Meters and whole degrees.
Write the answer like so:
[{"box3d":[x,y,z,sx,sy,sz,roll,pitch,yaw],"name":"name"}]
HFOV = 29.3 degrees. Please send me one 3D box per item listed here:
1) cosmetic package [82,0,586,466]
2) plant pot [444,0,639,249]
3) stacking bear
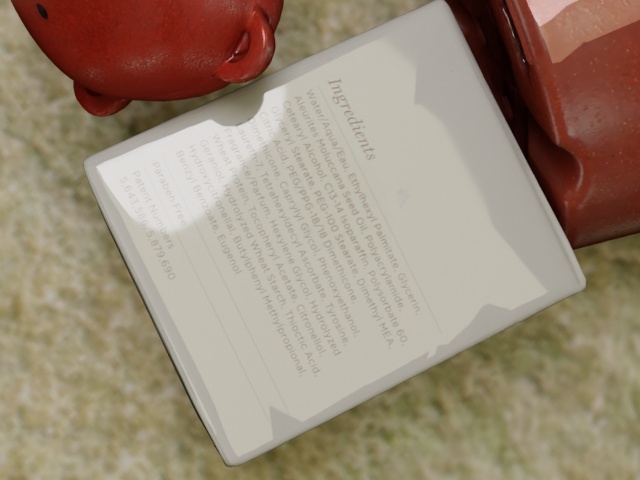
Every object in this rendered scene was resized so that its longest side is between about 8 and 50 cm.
[{"box3d":[0.000,0.000,0.605,0.184,0.151,0.151,-25,88,-8],"name":"cosmetic package"},{"box3d":[0.204,-0.128,0.603,0.265,0.272,0.272,-20,87,-2],"name":"plant pot"},{"box3d":[-0.078,-0.201,0.519,0.175,0.164,0.288,-7,85,27],"name":"stacking bear"}]
